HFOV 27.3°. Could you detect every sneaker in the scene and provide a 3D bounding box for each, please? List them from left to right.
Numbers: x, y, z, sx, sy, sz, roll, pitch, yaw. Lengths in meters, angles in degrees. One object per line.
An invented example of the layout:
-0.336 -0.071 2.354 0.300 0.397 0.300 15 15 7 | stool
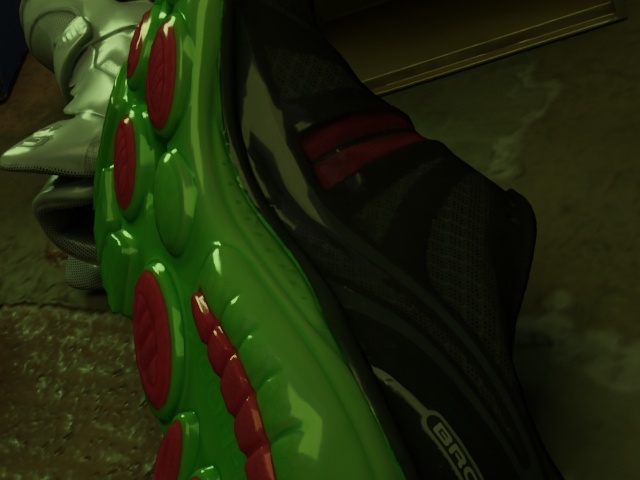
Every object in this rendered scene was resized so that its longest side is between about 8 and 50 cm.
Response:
-0.157 -0.093 0.959 0.366 0.137 0.210 24 57 41 | sneaker
0.000 0.000 0.710 0.185 0.202 0.482 -54 39 41 | sneaker

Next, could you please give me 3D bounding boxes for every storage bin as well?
0.048 -0.253 0.926 0.261 0.262 0.123 -17 37 13 | storage bin

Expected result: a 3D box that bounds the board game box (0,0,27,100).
-0.431 -0.217 1.264 0.291 0.141 0.232 -13 39 17 | board game box
